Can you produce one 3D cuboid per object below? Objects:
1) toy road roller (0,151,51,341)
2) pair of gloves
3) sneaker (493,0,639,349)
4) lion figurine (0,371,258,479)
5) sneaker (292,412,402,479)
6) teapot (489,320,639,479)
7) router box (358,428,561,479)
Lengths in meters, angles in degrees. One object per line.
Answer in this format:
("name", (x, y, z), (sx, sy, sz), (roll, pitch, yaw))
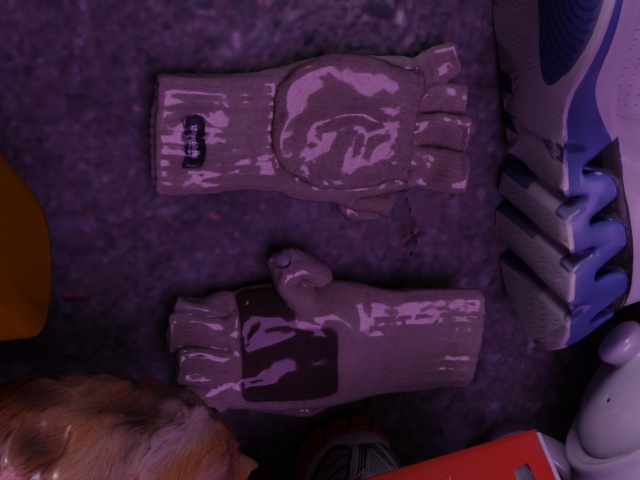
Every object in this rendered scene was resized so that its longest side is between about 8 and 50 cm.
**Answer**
("toy road roller", (-0.263, 0.035, 0.535), (0.202, 0.241, 0.329), (-8, 155, 9))
("pair of gloves", (0.000, 0.000, 0.797), (0.204, 0.042, 0.240), (-9, 113, -11))
("sneaker", (0.211, -0.091, 0.792), (0.182, 0.127, 0.316), (-12, 123, -18))
("lion figurine", (-0.247, 0.134, 0.669), (0.392, 0.240, 0.142), (10, 120, 18))
("sneaker", (0.019, 0.235, 0.876), (0.088, 0.093, 0.225), (-8, 117, -17))
("teapot", (0.250, 0.131, 0.850), (0.187, 0.252, 0.256), (43, 78, -7))
("router box", (0.023, 0.290, 0.817), (0.301, 0.082, 0.336), (-16, 133, -1))
